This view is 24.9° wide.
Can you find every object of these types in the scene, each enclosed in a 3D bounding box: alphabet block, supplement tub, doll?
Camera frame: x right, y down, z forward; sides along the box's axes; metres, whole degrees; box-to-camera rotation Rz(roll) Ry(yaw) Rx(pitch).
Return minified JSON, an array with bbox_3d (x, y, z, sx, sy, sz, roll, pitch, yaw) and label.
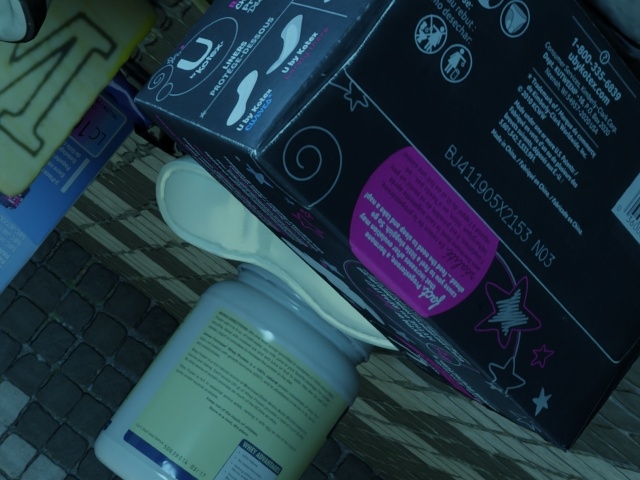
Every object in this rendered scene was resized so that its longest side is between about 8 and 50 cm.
[{"bbox_3d":[-0.283,-0.181,1.125,0.192,0.193,0.197,26,165,50],"label":"alphabet block"},{"bbox_3d":[-0.099,0.198,1.805,0.235,0.325,0.235,35,169,8],"label":"supplement tub"},{"bbox_3d":[-0.157,-0.116,1.397,0.189,0.046,0.129,42,169,-26],"label":"doll"}]

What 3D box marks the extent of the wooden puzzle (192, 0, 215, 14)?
[{"bbox_3d":[-0.001,-0.121,0.895,0.238,0.044,0.221,24,163,48],"label":"wooden puzzle"}]

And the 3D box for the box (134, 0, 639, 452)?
[{"bbox_3d":[0.062,-0.042,0.718,0.247,0.163,0.142,43,171,-33],"label":"box"}]

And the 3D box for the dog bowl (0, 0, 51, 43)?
[{"bbox_3d":[-0.265,-0.286,0.732,0.408,0.150,0.408,35,170,7],"label":"dog bowl"}]

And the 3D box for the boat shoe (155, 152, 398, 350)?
[{"bbox_3d":[0.001,-0.004,1.268,0.305,0.091,0.109,27,124,21],"label":"boat shoe"}]

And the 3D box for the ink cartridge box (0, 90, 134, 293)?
[{"bbox_3d":[-0.396,-0.020,1.610,0.151,0.395,0.270,39,169,-14],"label":"ink cartridge box"}]
